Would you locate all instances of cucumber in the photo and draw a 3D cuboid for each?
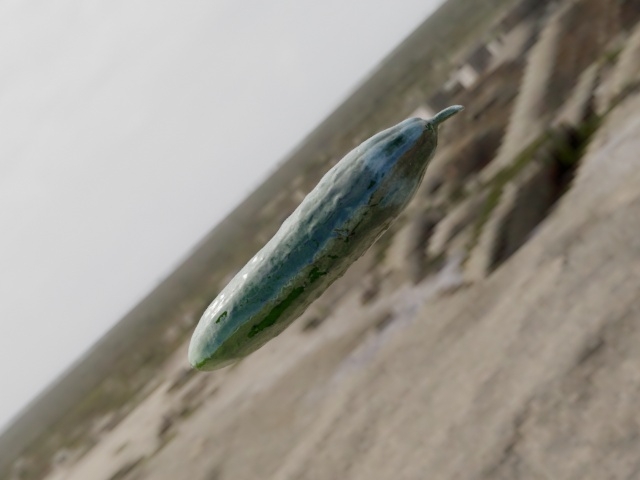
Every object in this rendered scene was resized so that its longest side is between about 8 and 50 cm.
[{"bbox_3d":[0.000,0.000,1.088,0.250,0.056,0.056,-47,0,12],"label":"cucumber"}]
